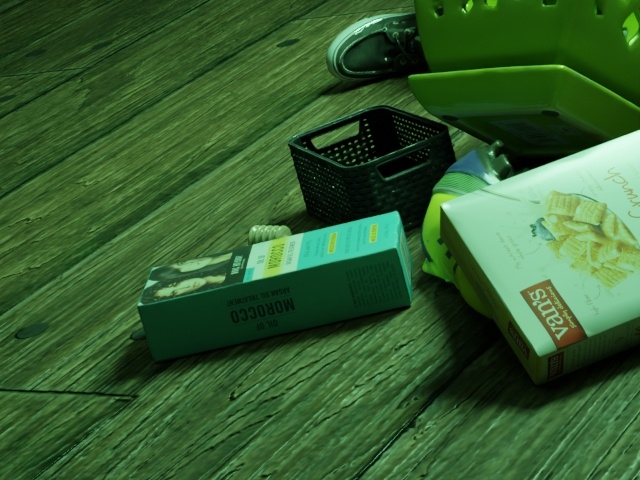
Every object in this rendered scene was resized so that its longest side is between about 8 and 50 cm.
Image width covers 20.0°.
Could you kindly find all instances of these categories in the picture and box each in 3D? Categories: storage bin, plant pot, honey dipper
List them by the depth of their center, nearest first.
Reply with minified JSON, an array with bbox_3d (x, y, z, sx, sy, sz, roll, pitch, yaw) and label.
[{"bbox_3d":[0.000,0.000,1.809,0.161,0.030,0.030,1,25,34],"label":"honey dipper"},{"bbox_3d":[0.229,-0.201,1.828,0.227,0.207,0.228,0,-14,43],"label":"plant pot"},{"bbox_3d":[0.057,-0.072,1.879,0.122,0.084,0.180,-22,19,-17],"label":"storage bin"}]

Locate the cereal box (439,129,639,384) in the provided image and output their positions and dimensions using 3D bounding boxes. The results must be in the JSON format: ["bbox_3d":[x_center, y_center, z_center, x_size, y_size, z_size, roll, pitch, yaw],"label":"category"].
[{"bbox_3d":[0.238,0.001,1.464,0.240,0.047,0.173,-21,53,-14],"label":"cereal box"}]

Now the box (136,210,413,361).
[{"bbox_3d":[-0.039,0.041,1.675,0.244,0.060,0.100,-13,19,8],"label":"box"}]

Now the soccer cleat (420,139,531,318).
[{"bbox_3d":[0.141,0.010,1.621,0.121,0.093,0.289,-42,16,20],"label":"soccer cleat"}]

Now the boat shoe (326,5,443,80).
[{"bbox_3d":[0.122,-0.257,2.367,0.229,0.080,0.076,-14,16,-17],"label":"boat shoe"}]

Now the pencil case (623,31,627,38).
[{"bbox_3d":[0.361,-0.218,1.999,0.124,0.113,0.273,-15,18,-19],"label":"pencil case"}]
